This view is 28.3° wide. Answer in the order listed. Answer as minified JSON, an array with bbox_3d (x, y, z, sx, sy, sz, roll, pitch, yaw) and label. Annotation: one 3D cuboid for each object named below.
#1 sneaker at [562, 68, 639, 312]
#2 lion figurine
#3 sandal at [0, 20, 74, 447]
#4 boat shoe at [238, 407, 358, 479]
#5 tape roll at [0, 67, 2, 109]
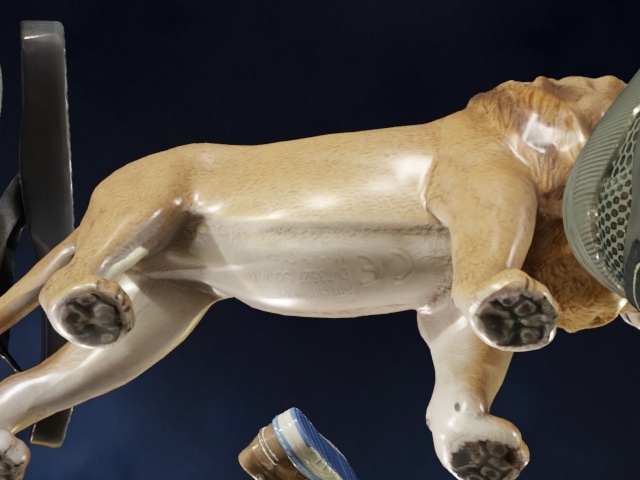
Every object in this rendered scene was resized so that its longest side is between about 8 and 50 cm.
[{"bbox_3d":[0.149,-0.069,0.302,0.087,0.130,0.227,29,-82,-13],"label":"sneaker"},{"bbox_3d":[0.000,0.000,0.596,0.392,0.240,0.142,4,-57,7],"label":"lion figurine"},{"bbox_3d":[-0.177,-0.003,0.762,0.055,0.097,0.254,-2,-97,-14],"label":"sandal"},{"bbox_3d":[-0.011,0.201,1.047,0.066,0.066,0.183,-28,-46,5],"label":"boat shoe"},{"bbox_3d":[-0.283,-0.084,0.663,0.219,0.219,0.072,-13,-23,-4],"label":"tape roll"}]
